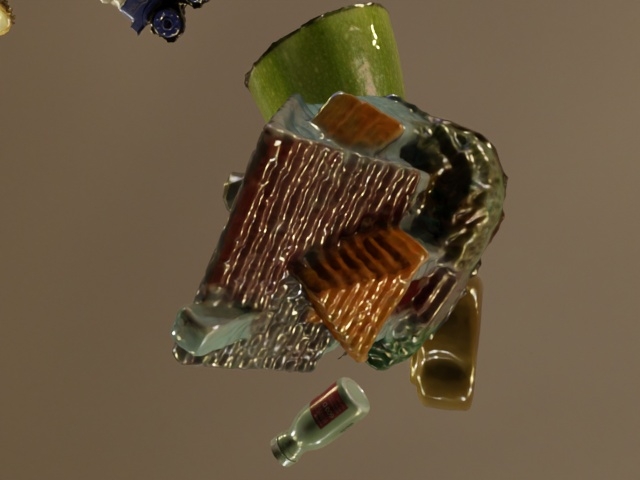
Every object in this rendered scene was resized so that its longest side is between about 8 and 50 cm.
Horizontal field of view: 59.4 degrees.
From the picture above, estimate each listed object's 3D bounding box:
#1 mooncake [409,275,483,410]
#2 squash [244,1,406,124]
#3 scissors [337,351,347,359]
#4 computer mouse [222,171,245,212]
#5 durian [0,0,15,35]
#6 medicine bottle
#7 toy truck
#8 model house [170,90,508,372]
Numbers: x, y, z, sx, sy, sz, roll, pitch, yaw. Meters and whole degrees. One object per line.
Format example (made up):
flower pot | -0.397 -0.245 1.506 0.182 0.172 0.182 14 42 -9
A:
mooncake | 0.217 0.160 0.969 0.117 0.235 0.234 3 -100 14
squash | 0.058 -0.228 1.062 0.310 0.310 0.309 -29 -93 13
scissors | 0.085 0.239 1.289 0.113 0.039 0.012 -35 -88 -12
computer mouse | -0.166 -0.116 1.333 0.062 0.192 0.105 3 -74 23
durian | -0.512 -0.365 0.860 0.066 0.130 0.052 -18 -105 -22
medicine bottle | -0.005 0.377 1.156 0.217 0.090 0.090 -41 -112 14
toy truck | -0.334 -0.533 1.165 0.213 0.177 0.161 -46 -149 14
model house | 0.000 0.000 0.678 0.297 0.339 0.360 40 -62 24
